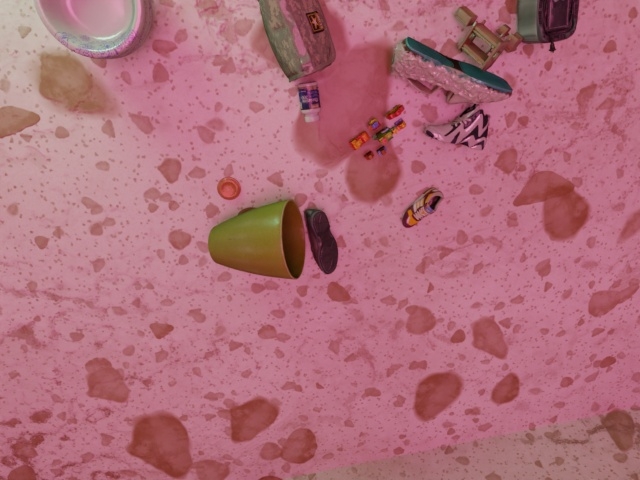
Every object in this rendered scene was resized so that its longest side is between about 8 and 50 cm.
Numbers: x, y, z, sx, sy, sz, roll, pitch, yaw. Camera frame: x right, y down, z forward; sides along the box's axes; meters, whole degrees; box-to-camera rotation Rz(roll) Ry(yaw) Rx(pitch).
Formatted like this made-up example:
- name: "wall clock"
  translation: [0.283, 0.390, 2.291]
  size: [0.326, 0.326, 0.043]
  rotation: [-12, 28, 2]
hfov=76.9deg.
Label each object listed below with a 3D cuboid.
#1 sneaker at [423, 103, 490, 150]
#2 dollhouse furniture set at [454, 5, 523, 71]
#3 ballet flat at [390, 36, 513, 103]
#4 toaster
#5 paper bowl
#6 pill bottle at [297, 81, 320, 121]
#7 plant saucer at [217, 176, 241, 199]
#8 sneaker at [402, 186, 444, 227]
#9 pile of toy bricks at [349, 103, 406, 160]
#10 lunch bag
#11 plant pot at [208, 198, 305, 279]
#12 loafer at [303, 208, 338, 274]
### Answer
- name: "sneaker"
  translation: [0.475, -0.403, 1.370]
  size: [0.234, 0.094, 0.153]
  rotation: [10, 111, -10]
- name: "dollhouse furniture set"
  translation: [0.521, -0.653, 1.297]
  size: [0.182, 0.160, 0.101]
  rotation: [52, 145, 15]
- name: "ballet flat"
  translation: [0.412, -0.525, 1.312]
  size: [0.408, 0.147, 0.147]
  rotation: [19, 110, -10]
- name: "toaster"
  translation: [0.691, -0.696, 1.234]
  size: [0.129, 0.146, 0.227]
  rotation: [-11, 113, 1]
- name: "paper bowl"
  translation: [-0.621, -0.663, 1.129]
  size: [0.284, 0.148, 0.284]
  rotation: [-2, 114, -4]
- name: "pill bottle"
  translation: [-0.034, -0.452, 1.317]
  size: [0.067, 0.067, 0.120]
  rotation: [-9, 114, -1]
- name: "plant saucer"
  translation: [-0.326, -0.184, 1.435]
  size: [0.083, 0.013, 0.084]
  rotation: [-2, 114, -5]
- name: "sneaker"
  translation: [0.376, -0.114, 1.490]
  size: [0.069, 0.084, 0.185]
  rotation: [34, 106, -18]
- name: "pile of toy bricks"
  translation: [0.212, -0.354, 1.361]
  size: [0.212, 0.105, 0.118]
  rotation: [-36, 112, 10]
- name: "lunch bag"
  translation: [-0.066, -0.587, 1.137]
  size: [0.168, 0.287, 0.235]
  rotation: [-22, 112, 5]
- name: "plant pot"
  translation: [-0.230, 0.004, 1.412]
  size: [0.293, 0.275, 0.275]
  rotation: [-3, 114, 13]
- name: "loafer"
  translation: [0.000, 0.000, 1.521]
  size: [0.096, 0.084, 0.268]
  rotation: [-28, 121, -27]
